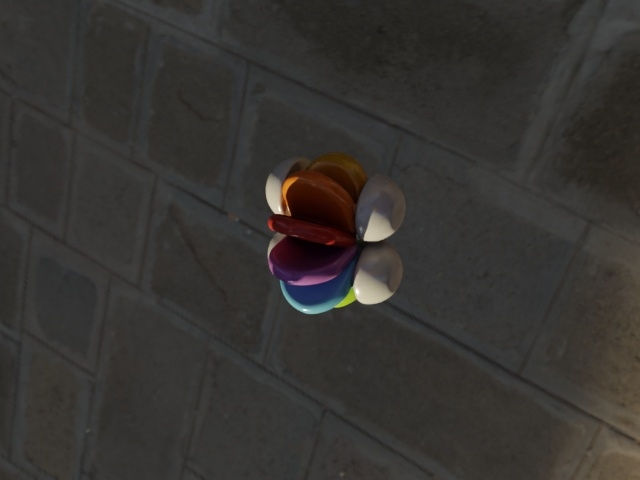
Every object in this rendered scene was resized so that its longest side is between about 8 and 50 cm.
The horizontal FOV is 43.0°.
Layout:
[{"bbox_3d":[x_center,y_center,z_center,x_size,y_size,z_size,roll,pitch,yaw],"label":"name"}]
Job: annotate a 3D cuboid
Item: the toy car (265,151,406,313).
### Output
[{"bbox_3d":[0.000,0.000,0.888,0.159,0.136,0.182,13,117,27],"label":"toy car"}]
